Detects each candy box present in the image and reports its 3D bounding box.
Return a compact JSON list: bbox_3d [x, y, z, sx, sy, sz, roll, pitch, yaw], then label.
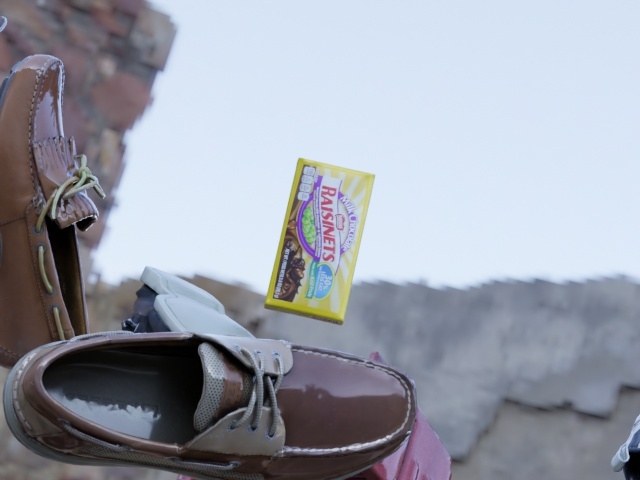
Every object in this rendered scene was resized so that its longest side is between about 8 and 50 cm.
[{"bbox_3d":[0.000,0.000,2.466,0.105,0.206,0.027,13,-18,-2],"label":"candy box"}]

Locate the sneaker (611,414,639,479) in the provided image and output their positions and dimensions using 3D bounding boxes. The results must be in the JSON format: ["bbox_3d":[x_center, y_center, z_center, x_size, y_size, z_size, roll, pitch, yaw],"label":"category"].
[{"bbox_3d":[0.360,0.243,1.722,0.235,0.153,0.094,46,-44,15],"label":"sneaker"}]

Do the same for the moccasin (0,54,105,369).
[{"bbox_3d":[-0.321,-0.032,2.295,0.147,0.380,0.139,-1,-7,14],"label":"moccasin"}]

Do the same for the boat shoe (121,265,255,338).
[{"bbox_3d":[-0.160,0.118,2.115,0.127,0.113,0.340,25,4,-22],"label":"boat shoe"}]

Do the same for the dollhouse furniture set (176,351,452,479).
[{"bbox_3d":[-0.028,0.293,1.692,0.201,0.374,0.152,-19,-58,29],"label":"dollhouse furniture set"}]

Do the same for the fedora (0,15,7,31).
[{"bbox_3d":[-0.452,-0.139,2.077,0.275,0.124,0.244,-16,19,1],"label":"fedora"}]

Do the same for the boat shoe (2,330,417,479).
[{"bbox_3d":[-0.077,0.127,1.471,0.324,0.123,0.116,0,-15,-13],"label":"boat shoe"}]
